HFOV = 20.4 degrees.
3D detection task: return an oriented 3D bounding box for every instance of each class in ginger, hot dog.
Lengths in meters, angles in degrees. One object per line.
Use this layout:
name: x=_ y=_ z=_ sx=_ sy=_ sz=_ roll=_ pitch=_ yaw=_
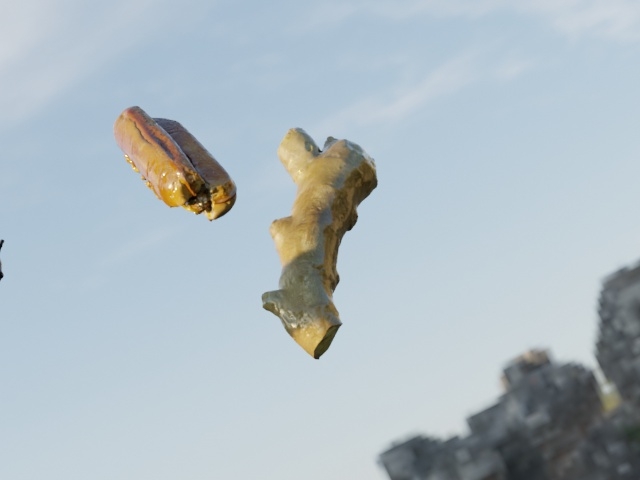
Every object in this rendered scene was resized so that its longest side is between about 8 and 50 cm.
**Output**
ginger: x=0.001 y=-0.002 z=1.918 sx=0.118 sy=0.299 sz=0.065 roll=10 pitch=-41 yaw=-5
hot dog: x=-0.122 y=-0.065 z=1.453 sx=0.071 sy=0.165 sz=0.045 roll=15 pitch=-74 yaw=-31

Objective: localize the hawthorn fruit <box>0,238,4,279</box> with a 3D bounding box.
hawthorn fruit: x=-0.313 y=0.024 z=1.513 sx=0.093 sy=0.081 sz=0.081 roll=-7 pitch=-14 yaw=-12
